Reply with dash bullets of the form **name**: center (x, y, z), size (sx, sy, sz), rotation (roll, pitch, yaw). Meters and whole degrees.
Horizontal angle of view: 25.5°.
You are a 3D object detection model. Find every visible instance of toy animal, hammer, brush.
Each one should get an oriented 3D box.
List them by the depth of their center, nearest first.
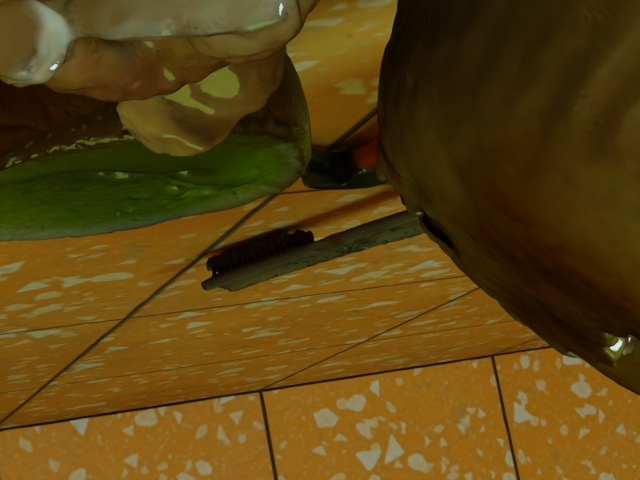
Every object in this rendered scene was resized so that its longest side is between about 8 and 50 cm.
- **toy animal**: center (-0.024, -0.096, 0.538), size (0.184, 0.104, 0.185), rotation (-13, 165, 6)
- **hammer**: center (0.070, -0.082, 0.880), size (0.111, 0.033, 0.287), rotation (-7, 168, -22)
- **brush**: center (0.000, 0.000, 1.216), size (0.248, 0.036, 0.043), rotation (-18, 168, 35)

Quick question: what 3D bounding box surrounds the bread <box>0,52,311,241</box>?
- **bread**: center (-0.117, -0.054, 0.742), size (0.236, 0.070, 0.236), rotation (-10, 170, -2)

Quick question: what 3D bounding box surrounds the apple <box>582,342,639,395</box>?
- **apple**: center (0.235, -0.023, 0.796), size (0.264, 0.264, 0.264), rotation (-10, 169, -2)

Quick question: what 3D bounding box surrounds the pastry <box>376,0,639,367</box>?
- **pastry**: center (0.117, -0.088, 0.519), size (0.170, 0.237, 0.256), rotation (30, 171, -5)

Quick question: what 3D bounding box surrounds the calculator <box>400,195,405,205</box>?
- **calculator**: center (0.194, -0.067, 1.109), size (0.261, 0.021, 0.161), rotation (-9, 170, -9)
